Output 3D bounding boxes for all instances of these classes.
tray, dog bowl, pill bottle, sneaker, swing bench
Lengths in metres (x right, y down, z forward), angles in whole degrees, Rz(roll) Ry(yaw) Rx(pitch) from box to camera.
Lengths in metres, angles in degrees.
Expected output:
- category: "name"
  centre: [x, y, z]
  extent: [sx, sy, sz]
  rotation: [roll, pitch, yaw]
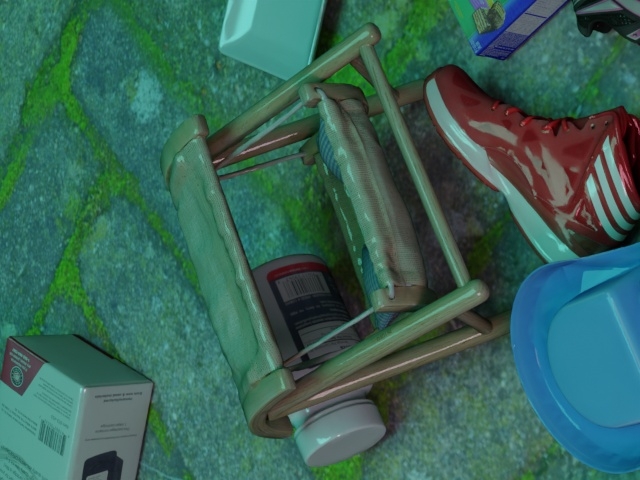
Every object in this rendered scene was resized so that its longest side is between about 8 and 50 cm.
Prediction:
- category: "tray"
  centre: [-0.022, -0.296, 1.442]
  extent: [0.145, 0.030, 0.270]
  rotation: [29, 111, 45]
- category: "dog bowl"
  centre: [0.256, 0.067, 1.057]
  extent: [0.297, 0.074, 0.166]
  rotation: [-30, 81, 57]
- category: "pill bottle"
  centre: [-0.011, 0.113, 1.375]
  extent: [0.108, 0.108, 0.180]
  rotation: [-45, 58, 38]
- category: "sneaker"
  centre: [0.186, -0.087, 1.190]
  extent: [0.128, 0.087, 0.221]
  rotation: [-47, 69, 27]
- category: "swing bench"
  centre: [0.000, 0.000, 1.249]
  extent: [0.255, 0.165, 0.253]
  rotation: [-26, 70, 13]
- category: "sneaker"
  centre: [0.261, -0.184, 1.114]
  extent: [0.178, 0.072, 0.077]
  rotation: [14, 113, 55]

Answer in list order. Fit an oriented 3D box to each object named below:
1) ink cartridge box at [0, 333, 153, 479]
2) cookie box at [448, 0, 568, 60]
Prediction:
- category: "ink cartridge box"
  centre: [-0.297, 0.246, 1.698]
  extent: [0.172, 0.100, 0.237]
  rotation: [24, 107, 45]
- category: "cookie box"
  centre: [0.158, -0.219, 1.235]
  extent: [0.107, 0.040, 0.091]
  rotation: [-43, 59, 38]
